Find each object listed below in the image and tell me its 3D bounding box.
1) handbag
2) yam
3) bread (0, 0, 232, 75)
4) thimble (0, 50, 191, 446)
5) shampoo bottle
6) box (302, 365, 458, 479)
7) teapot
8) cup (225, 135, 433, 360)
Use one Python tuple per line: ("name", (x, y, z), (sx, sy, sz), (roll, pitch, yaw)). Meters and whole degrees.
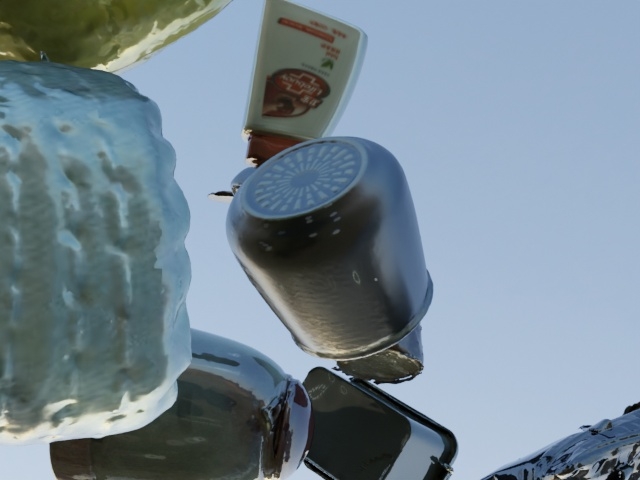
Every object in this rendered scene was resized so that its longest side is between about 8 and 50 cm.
("handbag", (0.284, 0.217, 1.130), (0.211, 0.254, 0.088), (-49, -124, 55))
("yam", (0.070, 0.060, 1.576), (0.131, 0.279, 0.131), (-2, -34, -2))
("bread", (-0.183, -0.249, 0.846), (0.321, 0.320, 0.237), (-19, -49, 26))
("thimble", (-0.174, 0.000, 0.690), (0.205, 0.172, 0.250), (-60, -140, 46))
("shampoo bottle", (-0.049, -0.165, 1.463), (0.153, 0.071, 0.284), (21, -109, 0))
("box", (0.060, 0.287, 1.649), (0.243, 0.135, 0.163), (29, -97, 36))
("teapot", (-0.161, 0.242, 1.511), (0.312, 0.315, 0.233), (9, -111, 6))
("cup", (0.000, 0.000, 1.072), (0.223, 0.169, 0.176), (27, -29, 51))
